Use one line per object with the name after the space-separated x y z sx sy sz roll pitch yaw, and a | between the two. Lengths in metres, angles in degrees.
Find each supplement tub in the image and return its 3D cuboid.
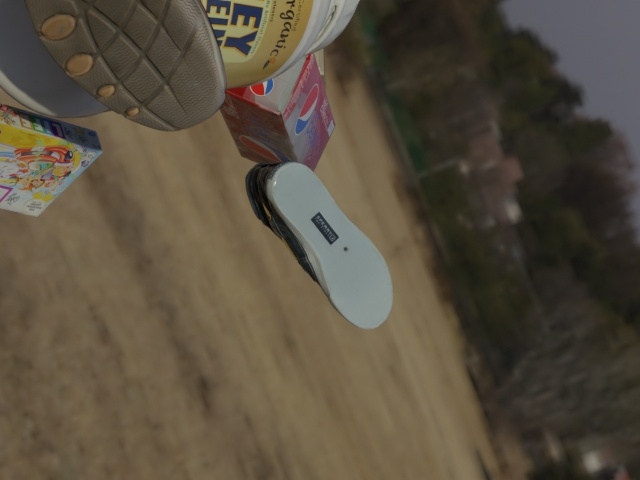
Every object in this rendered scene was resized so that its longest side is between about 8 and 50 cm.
-0.131 -0.237 1.534 0.316 0.228 0.228 -17 84 -48 | supplement tub

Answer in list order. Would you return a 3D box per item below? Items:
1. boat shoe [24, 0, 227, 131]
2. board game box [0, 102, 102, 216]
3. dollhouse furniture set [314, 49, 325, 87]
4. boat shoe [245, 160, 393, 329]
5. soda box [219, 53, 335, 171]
-0.155 -0.220 1.210 0.324 0.123 0.116 59 31 -30 | boat shoe
-0.285 -0.074 1.575 0.154 0.103 0.026 14 44 -45 | board game box
-0.078 -0.315 2.305 0.212 0.161 0.242 82 6 -79 | dollhouse furniture set
0.000 0.000 1.661 0.183 0.065 0.083 58 -16 -17 | boat shoe
-0.050 -0.149 1.938 0.092 0.083 0.263 24 -11 11 | soda box
